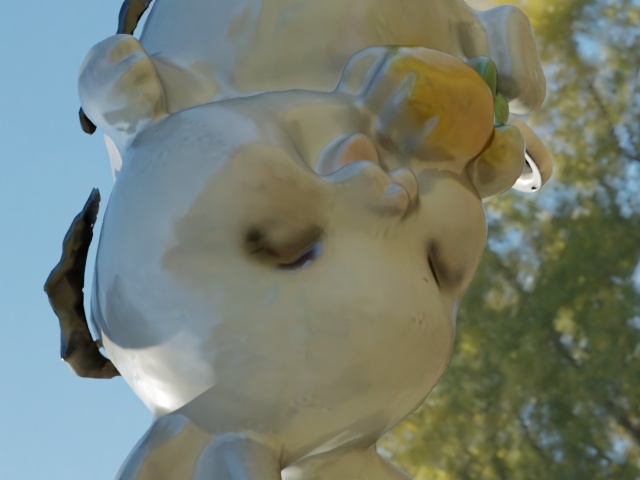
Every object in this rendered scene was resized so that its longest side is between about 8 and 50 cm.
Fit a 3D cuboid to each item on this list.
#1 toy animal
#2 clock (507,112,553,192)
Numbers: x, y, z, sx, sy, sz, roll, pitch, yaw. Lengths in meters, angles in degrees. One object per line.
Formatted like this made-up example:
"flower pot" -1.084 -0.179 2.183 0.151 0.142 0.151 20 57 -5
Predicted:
"toy animal" -0.004 -0.005 0.587 0.208 0.154 0.325 11 -106 -48
"clock" 0.020 -0.076 0.776 0.063 0.229 0.155 -43 -35 -18
